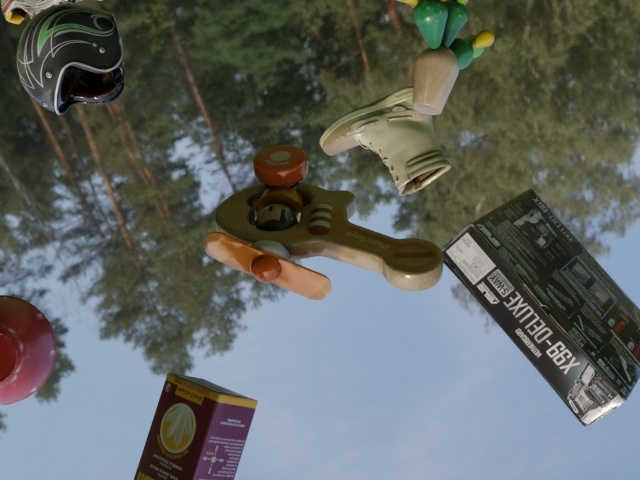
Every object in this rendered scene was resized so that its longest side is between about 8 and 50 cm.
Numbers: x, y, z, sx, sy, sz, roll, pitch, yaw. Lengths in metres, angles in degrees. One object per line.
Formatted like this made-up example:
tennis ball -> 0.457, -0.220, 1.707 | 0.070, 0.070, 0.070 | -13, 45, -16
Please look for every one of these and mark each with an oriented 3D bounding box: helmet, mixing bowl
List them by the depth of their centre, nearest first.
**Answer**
mixing bowl -> -0.517, 0.180, 1.264 | 0.181, 0.182, 0.098 | -26, -175, -11
helmet -> -0.398, -0.289, 1.270 | 0.161, 0.170, 0.169 | -11, -154, -16

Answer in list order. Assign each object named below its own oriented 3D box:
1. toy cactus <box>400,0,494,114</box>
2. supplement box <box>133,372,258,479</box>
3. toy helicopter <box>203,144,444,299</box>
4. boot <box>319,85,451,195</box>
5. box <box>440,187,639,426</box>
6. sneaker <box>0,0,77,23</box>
toy cactus -> 0.131, -0.235, 0.905 | 0.112, 0.219, 0.181 | 12, -99, 17
supplement box -> -0.168, 0.280, 1.040 | 0.104, 0.080, 0.188 | 12, -99, 38
toy helicopter -> 0.000, 0.000, 1.121 | 0.354, 0.140, 0.235 | 18, -142, 28
boot -> 0.108, -0.151, 1.377 | 0.213, 0.165, 0.077 | -24, 165, 24
box -> 0.340, 0.080, 1.156 | 0.076, 0.307, 0.242 | -47, 167, 35
sneaker -> -0.500, -0.451, 1.501 | 0.225, 0.093, 0.088 | 1, 180, 21
